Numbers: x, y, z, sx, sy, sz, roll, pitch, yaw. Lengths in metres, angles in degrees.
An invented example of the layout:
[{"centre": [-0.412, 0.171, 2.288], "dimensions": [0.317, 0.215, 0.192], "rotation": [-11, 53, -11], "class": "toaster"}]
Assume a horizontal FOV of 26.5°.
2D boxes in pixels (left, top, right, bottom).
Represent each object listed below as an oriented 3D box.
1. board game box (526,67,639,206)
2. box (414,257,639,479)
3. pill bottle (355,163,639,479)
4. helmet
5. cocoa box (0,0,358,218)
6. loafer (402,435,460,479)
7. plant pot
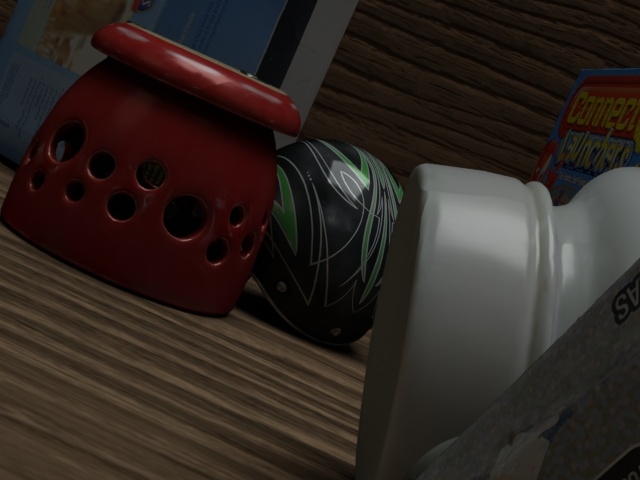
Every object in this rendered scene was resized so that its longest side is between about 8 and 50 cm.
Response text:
[{"centre": [0.217, 0.017, 1.073], "dimensions": [0.086, 0.302, 0.308], "rotation": [24, 4, -7], "class": "board game box"}, {"centre": [0.165, 0.065, 0.354], "dimensions": [0.163, 0.247, 0.142], "rotation": [14, 40, -32], "class": "box"}, {"centre": [0.207, 0.078, 0.645], "dimensions": [0.361, 0.204, 0.204], "rotation": [10, 5, -3], "class": "pill bottle"}, {"centre": [0.000, 0.000, 1.128], "dimensions": [0.169, 0.169, 0.161], "rotation": [21, -11, -35], "class": "helmet"}, {"centre": [-0.148, -0.198, 1.337], "dimensions": [0.231, 0.347, 0.228], "rotation": [28, 6, 42], "class": "cocoa box"}, {"centre": [0.143, 0.160, 0.529], "dimensions": [0.251, 0.094, 0.087], "rotation": [19, 34, -9], "class": "loafer"}, {"centre": [-0.119, -0.058, 1.012], "dimensions": [0.191, 0.174, 0.191], "rotation": [24, 7, -3], "class": "plant pot"}]
